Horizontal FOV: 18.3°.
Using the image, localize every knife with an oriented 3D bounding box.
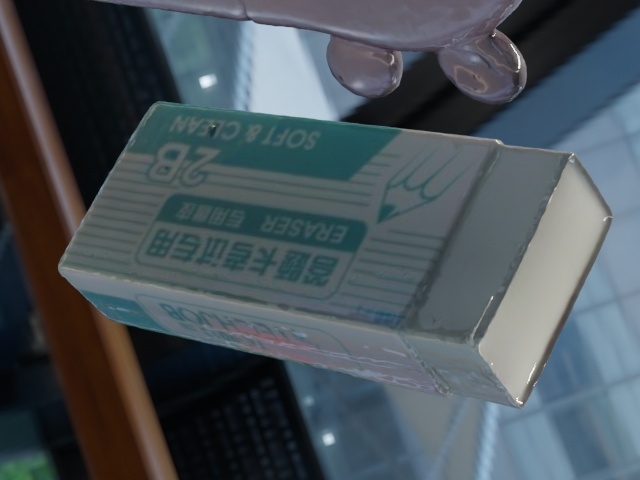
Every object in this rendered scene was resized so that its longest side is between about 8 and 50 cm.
[{"bbox_3d":[-0.104,-0.125,0.718,0.038,0.399,0.132,-55,145,-44],"label":"knife"}]

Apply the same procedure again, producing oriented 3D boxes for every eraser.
[{"bbox_3d":[0.000,0.000,0.816,0.225,0.095,0.052,10,-29,38],"label":"eraser"}]
